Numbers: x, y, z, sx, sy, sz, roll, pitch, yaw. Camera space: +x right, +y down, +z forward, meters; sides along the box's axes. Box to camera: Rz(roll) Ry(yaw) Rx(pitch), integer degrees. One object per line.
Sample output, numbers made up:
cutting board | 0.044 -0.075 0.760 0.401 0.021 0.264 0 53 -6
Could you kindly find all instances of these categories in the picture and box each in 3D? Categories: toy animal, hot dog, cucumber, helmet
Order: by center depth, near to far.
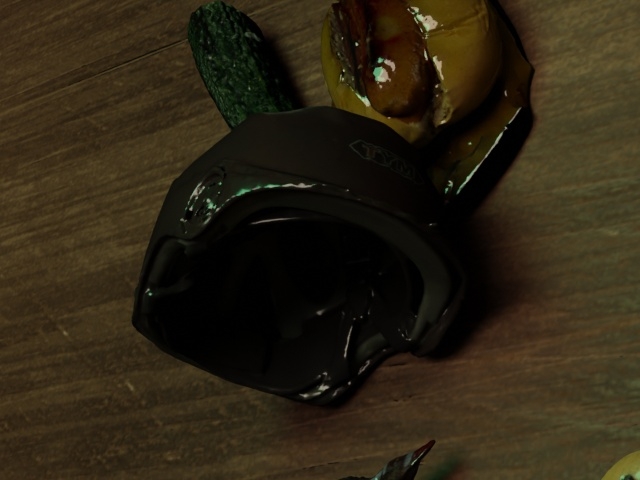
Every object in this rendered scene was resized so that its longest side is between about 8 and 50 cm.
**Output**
toy animal | 0.015 0.208 1.353 0.202 0.070 0.105 -42 22 31
helmet | -0.008 -0.010 1.394 0.305 0.225 0.177 -36 33 40
hot dog | 0.054 -0.170 1.504 0.194 0.107 0.326 -50 38 8
cucumber | -0.066 -0.138 1.670 0.074 0.074 0.241 -48 40 18

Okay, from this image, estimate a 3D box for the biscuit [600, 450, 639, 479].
biscuit | 0.266 0.161 1.112 0.234 0.030 0.153 -15 54 44
